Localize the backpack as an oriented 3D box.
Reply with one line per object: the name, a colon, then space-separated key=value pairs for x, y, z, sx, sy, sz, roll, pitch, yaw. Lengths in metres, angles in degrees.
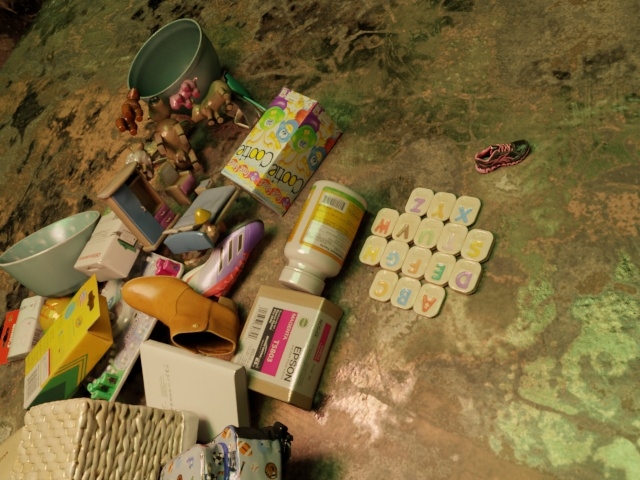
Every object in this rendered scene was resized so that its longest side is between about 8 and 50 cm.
backpack: x=-0.172 y=0.496 z=1.089 sx=0.276 sy=0.213 sz=0.264 roll=-46 pitch=49 yaw=43

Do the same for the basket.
basket: x=-0.463 y=0.511 z=1.238 sx=0.331 sy=0.266 sz=0.329 roll=-18 pitch=59 yaw=42

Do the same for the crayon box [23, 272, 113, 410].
crayon box: x=-0.636 y=0.265 z=1.524 sx=0.319 sy=0.081 sz=0.202 roll=-49 pitch=37 yaw=10

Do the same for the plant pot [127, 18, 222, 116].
plant pot: x=-0.427 y=-0.514 z=1.863 sx=0.292 sy=0.196 sz=0.293 roll=-15 pitch=59 yaw=26

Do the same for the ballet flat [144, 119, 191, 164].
ballet flat: x=-0.480 y=-0.299 z=1.879 sx=0.206 sy=0.073 sz=0.067 roll=-33 pitch=79 yaw=18

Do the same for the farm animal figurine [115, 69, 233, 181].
farm animal figurine: x=-0.416 y=-0.334 z=1.713 sx=0.329 sy=0.327 sz=0.172 roll=-10 pitch=41 yaw=-17

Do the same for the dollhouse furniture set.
dollhouse furniture set: x=-0.353 y=-0.134 z=1.521 sx=0.303 sy=0.198 sz=0.287 roll=-7 pitch=40 yaw=35

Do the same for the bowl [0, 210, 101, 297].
bowl: x=-0.760 y=0.055 z=1.749 sx=0.311 sy=0.163 sz=0.312 roll=-20 pitch=22 yaw=8

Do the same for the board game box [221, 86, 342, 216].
board game box: x=-0.097 y=-0.228 z=1.528 sx=0.142 sy=0.144 sz=0.275 roll=33 pitch=86 yaw=40

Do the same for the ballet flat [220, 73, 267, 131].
ballet flat: x=-0.240 y=-0.399 z=1.751 sx=0.096 sy=0.095 sz=0.280 roll=-53 pitch=49 yaw=13

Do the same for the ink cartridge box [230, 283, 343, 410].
ink cartridge box: x=-0.081 y=0.229 z=1.307 sx=0.193 sy=0.088 sz=0.235 roll=7 pitch=69 yaw=37

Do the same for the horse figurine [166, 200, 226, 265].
horse figurine: x=-0.320 y=-0.027 z=1.596 sx=0.174 sy=0.066 sz=0.263 roll=-35 pitch=33 yaw=-11

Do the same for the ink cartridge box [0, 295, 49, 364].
ink cartridge box: x=-0.956 y=0.285 z=1.869 sx=0.232 sy=0.066 sz=0.189 roll=-13 pitch=59 yaw=22

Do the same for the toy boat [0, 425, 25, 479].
toy boat: x=-0.759 y=0.644 z=1.505 sx=0.267 sy=0.148 sz=0.318 roll=-43 pitch=42 yaw=0

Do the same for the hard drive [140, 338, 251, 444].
hard drive: x=-0.286 y=0.350 z=1.338 sx=0.307 sy=0.040 sz=0.203 roll=6 pitch=105 yaw=35

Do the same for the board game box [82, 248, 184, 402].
board game box: x=-0.554 y=0.200 z=1.594 sx=0.389 sy=0.050 sz=0.390 roll=12 pitch=72 yaw=52

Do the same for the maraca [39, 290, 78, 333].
maraca: x=-0.768 y=0.201 z=1.767 sx=0.127 sy=0.099 sz=0.186 roll=-29 pitch=30 yaw=31

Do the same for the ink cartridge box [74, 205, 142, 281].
ink cartridge box: x=-0.563 y=-0.003 z=1.639 sx=0.160 sy=0.092 sz=0.220 roll=-10 pitch=51 yaw=43

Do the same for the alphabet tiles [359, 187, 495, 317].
alphabet tiles: x=0.221 y=0.017 z=1.270 sx=0.284 sy=0.021 sz=0.278 roll=16 pitch=75 yaw=37

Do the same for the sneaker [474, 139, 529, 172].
sneaker: x=0.380 y=-0.185 z=1.251 sx=0.119 sy=0.057 sz=0.047 roll=-23 pitch=53 yaw=19

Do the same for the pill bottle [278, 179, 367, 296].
pill bottle: x=0.000 y=0.000 z=1.346 sx=0.136 sy=0.136 sz=0.246 roll=14 pitch=74 yaw=37

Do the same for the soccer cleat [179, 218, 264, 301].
soccer cleat: x=-0.244 y=0.078 z=1.494 sx=0.318 sy=0.108 sz=0.116 roll=-43 pitch=62 yaw=9

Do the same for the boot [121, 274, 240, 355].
boot: x=-0.327 y=0.171 z=1.350 sx=0.211 sy=0.294 sz=0.104 roll=-99 pitch=22 yaw=-73
